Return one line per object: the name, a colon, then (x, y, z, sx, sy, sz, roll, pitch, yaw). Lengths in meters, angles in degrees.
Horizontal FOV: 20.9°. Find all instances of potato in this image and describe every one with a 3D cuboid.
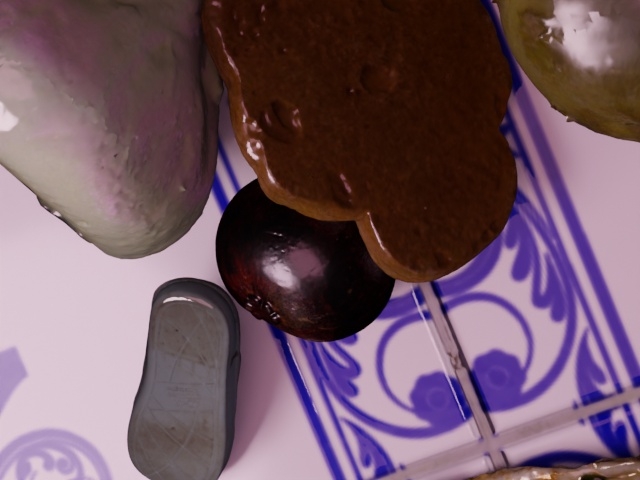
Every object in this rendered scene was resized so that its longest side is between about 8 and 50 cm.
potato: (0.216, -0.203, 1.068, 0.210, 0.173, 0.307, 5, 98, 14)

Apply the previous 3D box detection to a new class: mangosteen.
mangosteen: (0.000, 0.000, 1.186, 0.140, 0.140, 0.140, 2, 100, 12)

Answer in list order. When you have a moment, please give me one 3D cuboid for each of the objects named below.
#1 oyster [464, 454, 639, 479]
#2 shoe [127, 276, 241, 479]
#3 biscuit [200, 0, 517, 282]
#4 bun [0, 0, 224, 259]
oyster: (0.149, 0.217, 1.208, 0.294, 0.094, 0.166, 1, 81, 22)
shoe: (-0.088, 0.094, 1.237, 0.079, 0.078, 0.195, 18, 132, 11)
biscuit: (0.025, -0.110, 1.135, 0.208, 0.041, 0.290, -30, 96, -29)
bun: (-0.170, -0.136, 1.125, 0.293, 0.293, 0.187, 39, 84, 4)
